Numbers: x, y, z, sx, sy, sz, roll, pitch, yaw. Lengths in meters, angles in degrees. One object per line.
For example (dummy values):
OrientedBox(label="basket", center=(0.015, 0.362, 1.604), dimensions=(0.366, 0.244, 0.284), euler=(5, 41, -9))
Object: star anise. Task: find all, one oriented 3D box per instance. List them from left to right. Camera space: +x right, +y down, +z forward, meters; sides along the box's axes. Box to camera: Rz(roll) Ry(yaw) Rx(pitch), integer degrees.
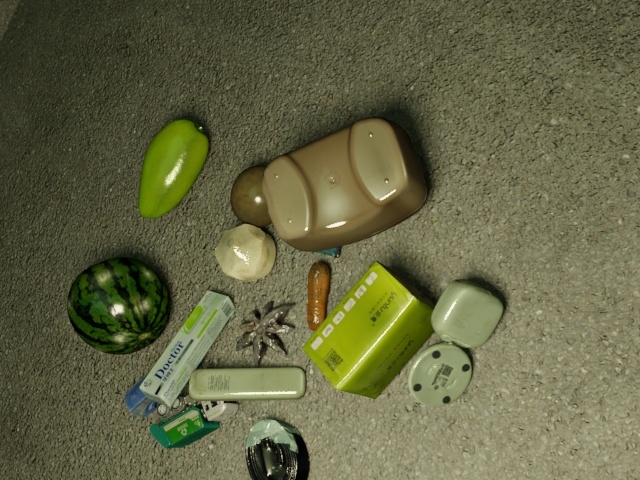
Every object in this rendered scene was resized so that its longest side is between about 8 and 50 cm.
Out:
OrientedBox(label="star anise", center=(-0.152, 0.252, 1.765), dimensions=(0.204, 0.061, 0.181), euler=(-23, 64, 21))

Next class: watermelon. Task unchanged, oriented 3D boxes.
OrientedBox(label="watermelon", center=(-0.582, 0.190, 1.895), dimensions=(0.285, 0.285, 0.285), euler=(-10, 69, 27))

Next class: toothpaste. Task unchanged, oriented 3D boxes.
OrientedBox(label="toothpaste", center=(-0.359, 0.292, 1.788), dimensions=(0.081, 0.067, 0.336), euler=(12, 54, 31))

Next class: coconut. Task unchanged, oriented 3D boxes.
OrientedBox(label="coconut", center=(-0.213, 0.036, 1.813), dimensions=(0.161, 0.162, 0.161), euler=(-10, 68, 26))

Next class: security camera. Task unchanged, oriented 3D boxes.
OrientedBox(label="security camera", center=(0.297, 0.235, 1.478), dimensions=(0.301, 0.157, 0.080), euler=(-63, 23, 4))

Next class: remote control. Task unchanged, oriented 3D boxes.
OrientedBox(label="remote control", center=(-0.192, 0.372, 1.691), dimensions=(0.309, 0.038, 0.090), euler=(-2, 63, 2))

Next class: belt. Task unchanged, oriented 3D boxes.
OrientedBox(label="belt", center=(-0.109, 0.543, 1.633), dimensions=(0.151, 0.078, 0.198), euler=(-35, 58, 17))

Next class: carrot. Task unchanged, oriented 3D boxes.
OrientedBox(label="carrot", center=(-0.008, 0.149, 1.723), dimensions=(0.060, 0.060, 0.186), euler=(0, 78, 29))

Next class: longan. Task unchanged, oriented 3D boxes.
OrientedBox(label="longan", center=(-0.182, -0.121, 1.859), dimensions=(0.204, 0.159, 0.185), euler=(-52, 30, 41))

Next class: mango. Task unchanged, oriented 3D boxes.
OrientedBox(label="mango", center=(-0.480, -0.224, 2.056), dimensions=(0.192, 0.156, 0.343), euler=(29, 90, 34))

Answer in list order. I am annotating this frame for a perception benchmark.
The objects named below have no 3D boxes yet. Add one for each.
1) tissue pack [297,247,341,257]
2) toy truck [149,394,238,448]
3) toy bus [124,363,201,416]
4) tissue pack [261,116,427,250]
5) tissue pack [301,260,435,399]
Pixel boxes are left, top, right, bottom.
OrientedBox(label="tissue pack", center=(0.000, 0.000, 1.787), dimensions=(0.138, 0.028, 0.085), euler=(8, 77, 27))
OrientedBox(label="toy truck", center=(-0.345, 0.473, 1.772), dimensions=(0.253, 0.114, 0.124), euler=(-30, 65, 15))
OrientedBox(label="toy bus", center=(-0.453, 0.409, 1.862), dimensions=(0.236, 0.094, 0.079), euler=(-43, 59, 10))
OrientedBox(label="tissue pack", center=(0.069, -0.130, 1.648), dimensions=(0.387, 0.277, 0.267), euler=(-23, 73, 18))
OrientedBox(label="tissue pack", center=(0.130, 0.216, 1.535), dimensions=(0.275, 0.200, 0.167), euler=(-49, 55, 7))
